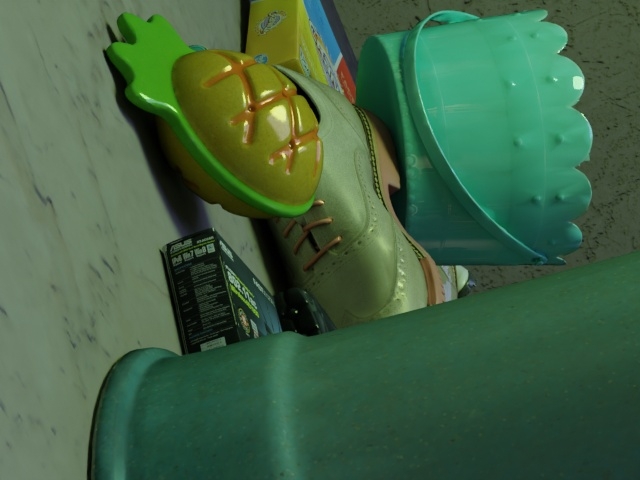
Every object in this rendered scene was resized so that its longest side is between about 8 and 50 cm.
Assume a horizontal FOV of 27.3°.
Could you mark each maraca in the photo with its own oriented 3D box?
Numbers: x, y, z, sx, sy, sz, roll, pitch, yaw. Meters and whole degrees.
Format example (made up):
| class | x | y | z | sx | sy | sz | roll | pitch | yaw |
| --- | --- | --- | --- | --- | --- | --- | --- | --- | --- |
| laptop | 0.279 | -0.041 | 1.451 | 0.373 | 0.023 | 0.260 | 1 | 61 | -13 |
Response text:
| class | x | y | z | sx | sy | sz | roll | pitch | yaw |
| --- | --- | --- | --- | --- | --- | --- | --- | --- | --- |
| maraca | -0.071 | -0.086 | 0.914 | 0.185 | 0.099 | 0.127 | 39 | 28 | -24 |

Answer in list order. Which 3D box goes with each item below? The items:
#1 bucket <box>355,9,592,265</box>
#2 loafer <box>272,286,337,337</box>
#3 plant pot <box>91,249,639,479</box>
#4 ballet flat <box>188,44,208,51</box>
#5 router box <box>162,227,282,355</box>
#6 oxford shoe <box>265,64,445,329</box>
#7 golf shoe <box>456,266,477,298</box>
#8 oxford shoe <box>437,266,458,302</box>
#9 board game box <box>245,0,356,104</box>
| class | x | y | z | sx | sy | sz | roll | pitch | yaw |
| --- | --- | --- | --- | --- | --- | --- | --- | --- | --- |
| bucket | 0.148 | -0.101 | 1.362 | 0.281 | 0.183 | 0.281 | 173 | -90 | -81 |
| loafer | 0.007 | 0.133 | 0.944 | 0.078 | 0.076 | 0.223 | 49 | 17 | -47 |
| plant pot | 0.111 | 0.160 | 0.656 | 0.341 | 0.334 | 0.341 | -21 | 90 | -81 |
| ballet flat | -0.085 | -0.099 | 1.049 | 0.041 | 0.041 | 0.114 | 42 | 29 | -73 |
| router box | -0.055 | 0.059 | 0.847 | 0.122 | 0.038 | 0.092 | 55 | 16 | -60 |
| oxford shoe | 0.000 | 0.000 | 1.159 | 0.146 | 0.140 | 0.397 | 35 | 26 | -36 |
| golf shoe | 0.124 | 0.036 | 1.802 | 0.198 | 0.077 | 0.094 | 17 | -24 | 48 |
| oxford shoe | 0.122 | 0.085 | 1.686 | 0.130 | 0.123 | 0.348 | -61 | 130 | -72 |
| board game box | -0.011 | -0.168 | 1.544 | 0.317 | 0.064 | 0.242 | -91 | 160 | -57 |
